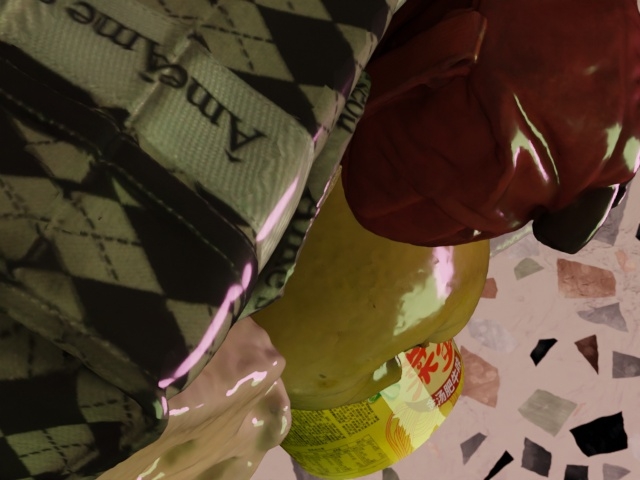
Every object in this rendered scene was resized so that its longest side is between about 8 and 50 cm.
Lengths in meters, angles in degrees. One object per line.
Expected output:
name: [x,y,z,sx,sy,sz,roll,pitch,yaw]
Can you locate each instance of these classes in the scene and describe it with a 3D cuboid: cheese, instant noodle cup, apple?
cheese: [-0.160,0.151,1.020,0.318,0.115,0.326,-33,162,-20]
instant noodle cup: [0.014,0.110,1.686,0.311,0.221,0.311,-24,-150,15]
apple: [0.000,0.000,1.235,0.292,0.254,0.292,-33,163,-11]

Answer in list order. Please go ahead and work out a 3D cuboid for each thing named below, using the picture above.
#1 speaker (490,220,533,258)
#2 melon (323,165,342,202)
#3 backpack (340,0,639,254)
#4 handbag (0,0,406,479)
speaker: [0.113,-0.088,1.487,0.406,0.183,0.184,-32,-152,-1]
melon: [-0.052,-0.069,1.039,0.192,0.139,0.139,-52,175,-7]
backpack: [0.084,-0.092,0.829,0.229,0.138,0.229,-40,-138,49]
handbag: [-0.095,-0.035,0.727,0.317,0.180,0.416,-49,-172,49]
